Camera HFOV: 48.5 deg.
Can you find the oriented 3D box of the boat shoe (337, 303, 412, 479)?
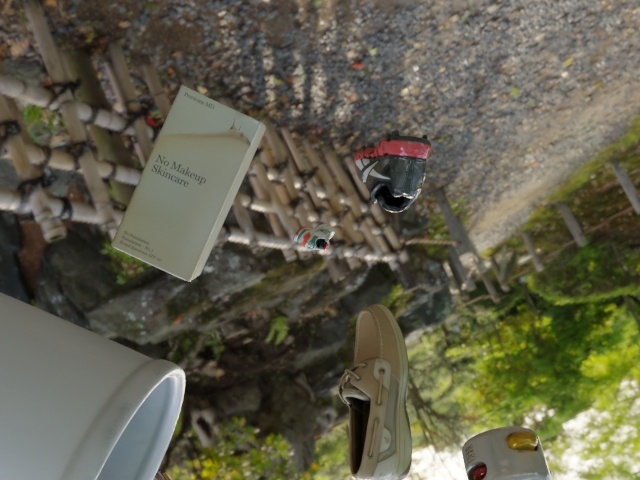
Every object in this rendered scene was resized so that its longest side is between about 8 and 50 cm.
[{"bbox_3d":[0.097,0.279,1.353,0.110,0.341,0.122,8,150,-23],"label":"boat shoe"}]

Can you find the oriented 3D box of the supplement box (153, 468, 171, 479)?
[{"bbox_3d":[-0.452,0.662,1.923,0.083,0.055,0.043,2,128,-57],"label":"supplement box"}]

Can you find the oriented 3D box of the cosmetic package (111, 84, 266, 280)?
[{"bbox_3d":[-0.233,-0.101,1.279,0.113,0.160,0.310,-82,-164,-85],"label":"cosmetic package"}]

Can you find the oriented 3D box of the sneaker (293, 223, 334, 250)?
[{"bbox_3d":[0.000,0.000,1.839,0.161,0.075,0.057,-5,129,-58],"label":"sneaker"}]

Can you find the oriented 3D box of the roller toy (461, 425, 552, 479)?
[{"bbox_3d":[0.441,0.533,1.700,0.191,0.146,0.209,-20,142,15],"label":"roller toy"}]

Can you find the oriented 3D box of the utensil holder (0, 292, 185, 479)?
[{"bbox_3d":[-0.437,0.252,1.009,0.327,0.385,0.328,23,90,-83],"label":"utensil holder"}]

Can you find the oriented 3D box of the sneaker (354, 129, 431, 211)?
[{"bbox_3d":[0.123,-0.118,1.340,0.097,0.135,0.276,6,177,-14],"label":"sneaker"}]
